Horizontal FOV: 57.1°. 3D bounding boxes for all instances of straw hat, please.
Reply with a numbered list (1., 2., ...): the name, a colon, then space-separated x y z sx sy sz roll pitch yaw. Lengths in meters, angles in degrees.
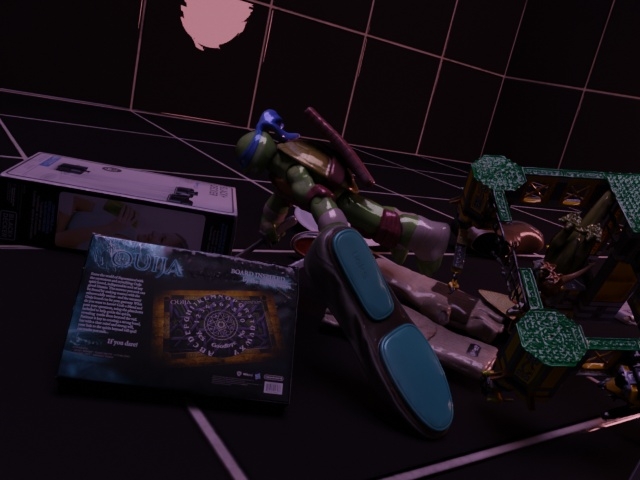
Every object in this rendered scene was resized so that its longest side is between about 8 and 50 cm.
1. straw hat: 0.297 0.084 0.809 0.144 0.061 0.144 29 11 -6

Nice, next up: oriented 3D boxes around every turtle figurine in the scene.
1. turtle figurine: 0.000 0.000 0.716 0.266 0.275 0.198 19 -29 -18

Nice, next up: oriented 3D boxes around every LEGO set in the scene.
1. LEGO set: 0.265 0.071 0.655 0.254 0.192 0.331 -4 48 -8

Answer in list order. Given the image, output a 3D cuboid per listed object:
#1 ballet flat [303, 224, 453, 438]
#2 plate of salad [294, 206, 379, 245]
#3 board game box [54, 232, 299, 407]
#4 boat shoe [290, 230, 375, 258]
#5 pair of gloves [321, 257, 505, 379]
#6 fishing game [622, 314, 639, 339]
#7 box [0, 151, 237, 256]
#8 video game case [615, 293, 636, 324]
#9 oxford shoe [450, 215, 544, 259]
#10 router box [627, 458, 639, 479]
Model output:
1. ballet flat: 0.051 0.087 0.555 0.072 0.068 0.213 -20 77 -39
2. plate of salad: 0.047 -0.029 1.108 0.199 0.048 0.200 9 26 -5
3. board game box: -0.113 0.069 0.504 0.186 0.126 0.026 11 -26 -12
4. boat shoe: 0.020 0.021 0.913 0.137 0.049 0.043 16 17 -7
5. pair of gloves: 0.127 0.094 0.745 0.204 0.042 0.240 21 19 16
6. fishing game: 0.480 0.147 0.735 0.189 0.041 0.264 -7 20 16
7. box: -0.264 -0.041 0.813 0.289 0.087 0.169 10 16 -11
8. video game case: 0.545 0.113 1.068 0.157 0.019 0.143 3 18 -30
9. oxford shoe: 0.386 0.008 1.236 0.227 0.083 0.096 6 35 -23
10. router box: 0.239 0.231 0.268 0.243 0.081 0.308 25 19 35
